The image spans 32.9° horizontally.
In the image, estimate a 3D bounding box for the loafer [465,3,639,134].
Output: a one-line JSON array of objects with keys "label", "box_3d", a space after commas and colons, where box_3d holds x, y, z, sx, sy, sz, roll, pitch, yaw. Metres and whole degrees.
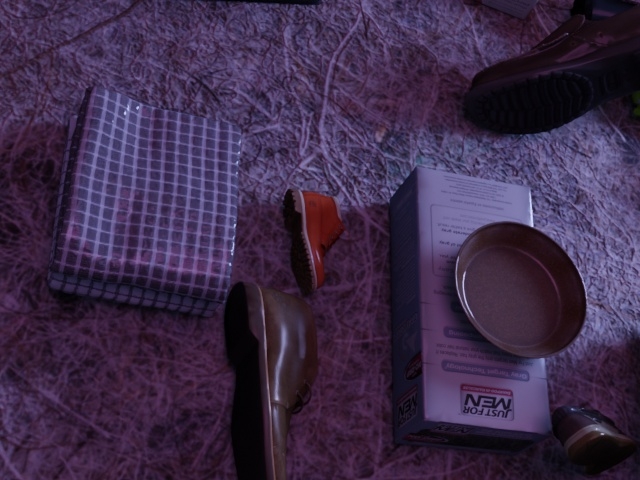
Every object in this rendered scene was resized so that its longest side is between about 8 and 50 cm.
[{"label": "loafer", "box_3d": [0.401, -0.277, 1.720, 0.365, 0.134, 0.130, -16, 51, 1]}]

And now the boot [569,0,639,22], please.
[{"label": "boot", "box_3d": [0.534, -0.340, 1.810, 0.207, 0.094, 0.246, 10, 31, -8]}]

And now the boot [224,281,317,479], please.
[{"label": "boot", "box_3d": [-0.051, 0.199, 1.381, 0.115, 0.112, 0.305, 11, 59, -26]}]

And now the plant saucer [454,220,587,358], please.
[{"label": "plant saucer", "box_3d": [0.263, 0.070, 1.458, 0.198, 0.036, 0.199, 9, 62, -17]}]

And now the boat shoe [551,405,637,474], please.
[{"label": "boat shoe", "box_3d": [0.362, 0.260, 1.446, 0.080, 0.223, 0.073, -36, 62, 13]}]

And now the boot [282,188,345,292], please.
[{"label": "boot", "box_3d": [0.000, 0.000, 1.522, 0.084, 0.059, 0.158, 4, 62, -23]}]

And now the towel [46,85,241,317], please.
[{"label": "towel", "box_3d": [-0.227, -0.057, 1.432, 0.235, 0.121, 0.284, 10, 62, -15]}]

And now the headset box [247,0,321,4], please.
[{"label": "headset box", "box_3d": [-0.087, -0.480, 1.618, 0.283, 0.246, 0.131, -2, 66, -19]}]

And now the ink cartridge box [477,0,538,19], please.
[{"label": "ink cartridge box", "box_3d": [0.316, -0.494, 1.771, 0.172, 0.237, 0.100, 19, 60, -9]}]

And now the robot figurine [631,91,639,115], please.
[{"label": "robot figurine", "box_3d": [0.574, -0.234, 1.831, 0.101, 0.067, 0.115, -36, 80, -20]}]

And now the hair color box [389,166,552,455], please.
[{"label": "hair color box", "box_3d": [0.201, 0.096, 1.510, 0.185, 0.113, 0.375, 9, 61, -16]}]
